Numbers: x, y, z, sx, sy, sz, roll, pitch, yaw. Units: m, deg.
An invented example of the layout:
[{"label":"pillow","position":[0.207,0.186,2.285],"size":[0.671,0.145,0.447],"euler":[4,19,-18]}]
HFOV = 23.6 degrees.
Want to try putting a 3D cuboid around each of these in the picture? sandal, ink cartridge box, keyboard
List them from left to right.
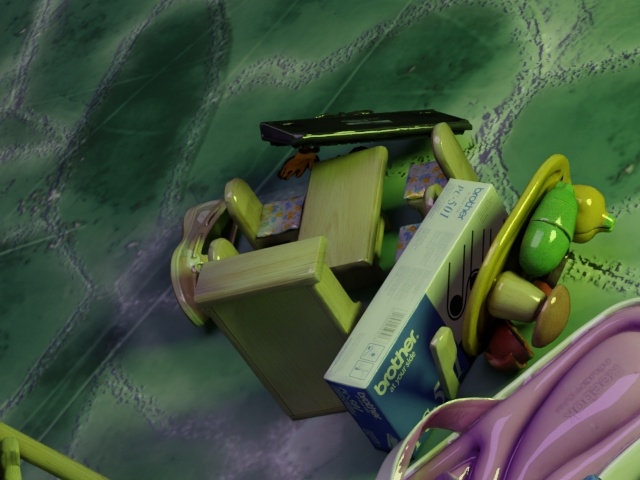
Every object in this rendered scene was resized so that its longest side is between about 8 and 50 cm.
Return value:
[{"label":"keyboard","position":[0.036,-0.101,1.392],"size":[0.180,0.023,0.108],"euler":[-6,15,-24]},{"label":"ink cartridge box","position":[0.089,0.060,1.210],"size":[0.046,0.097,0.207],"euler":[10,57,41]},{"label":"sandal","position":[0.104,0.176,1.074],"size":[0.416,0.102,0.169],"euler":[-45,39,-12]}]

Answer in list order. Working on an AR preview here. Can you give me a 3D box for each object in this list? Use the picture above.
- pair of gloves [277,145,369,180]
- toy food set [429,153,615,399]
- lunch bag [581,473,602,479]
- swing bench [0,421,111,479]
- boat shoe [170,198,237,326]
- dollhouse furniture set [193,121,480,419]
[{"label":"pair of gloves","position":[0.004,-0.070,1.412],"size":[0.083,0.074,0.010],"euler":[-4,72,-23]},{"label":"toy food set","position":[0.169,0.037,1.179],"size":[0.071,0.128,0.218],"euler":[23,63,21]},{"label":"lunch bag","position":[0.097,0.316,0.893],"size":[0.293,0.138,0.221],"euler":[-30,48,8]},{"label":"swing bench","position":[-0.263,0.239,1.142],"size":[0.165,0.255,0.253],"euler":[-27,39,8]},{"label":"boat shoe","position":[-0.102,0.016,1.423],"size":[0.048,0.056,0.153],"euler":[-22,33,21]},{"label":"dollhouse furniture set","position":[0.000,0.000,1.282],"size":[0.212,0.161,0.242],"euler":[-13,43,24]}]
